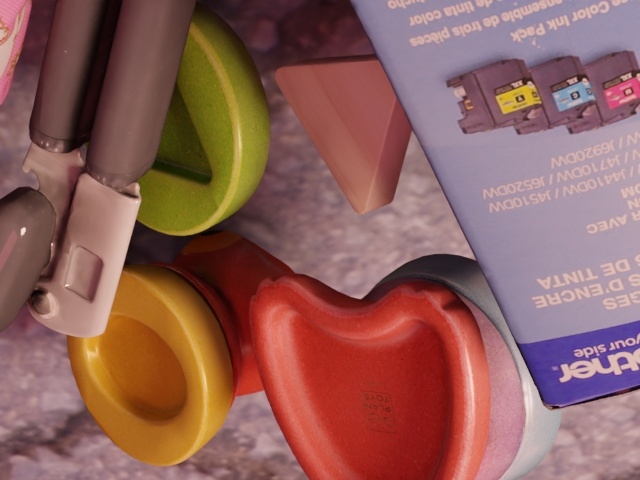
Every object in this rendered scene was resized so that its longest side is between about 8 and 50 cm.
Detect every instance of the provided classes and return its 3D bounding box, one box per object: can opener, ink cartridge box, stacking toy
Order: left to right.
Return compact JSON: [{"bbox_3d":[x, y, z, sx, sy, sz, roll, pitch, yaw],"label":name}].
[{"bbox_3d":[-0.123,-0.056,0.939,0.074,0.093,0.280,29,121,14],"label":"can opener"},{"bbox_3d":[0.000,0.000,0.996,0.309,0.130,0.280,14,115,40],"label":"stacking toy"},{"bbox_3d":[0.120,-0.115,0.830,0.151,0.270,0.395,-17,131,16],"label":"ink cartridge box"}]

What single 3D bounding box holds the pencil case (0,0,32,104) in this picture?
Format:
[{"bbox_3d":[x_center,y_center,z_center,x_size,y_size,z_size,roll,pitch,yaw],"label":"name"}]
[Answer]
[{"bbox_3d":[-0.187,-0.219,0.805,0.160,0.167,0.386,26,130,4],"label":"pencil case"}]
